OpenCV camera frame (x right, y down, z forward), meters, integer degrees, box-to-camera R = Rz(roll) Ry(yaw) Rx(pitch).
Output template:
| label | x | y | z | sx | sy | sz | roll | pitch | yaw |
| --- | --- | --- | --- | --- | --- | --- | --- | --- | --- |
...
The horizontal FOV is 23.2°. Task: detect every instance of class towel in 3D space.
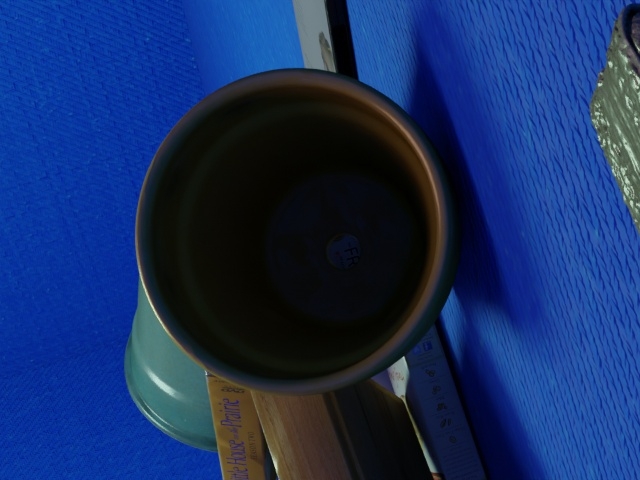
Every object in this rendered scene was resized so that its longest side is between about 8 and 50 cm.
| label | x | y | z | sx | sy | sz | roll | pitch | yaw |
| --- | --- | --- | --- | --- | --- | --- | --- | --- | --- |
| towel | 0.161 | -0.023 | 0.695 | 0.110 | 0.027 | 0.148 | 87 | 163 | -70 |

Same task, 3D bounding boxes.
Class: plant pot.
| label | x | y | z | sx | sy | sz | roll | pitch | yaw |
| --- | --- | --- | --- | --- | --- | --- | --- | --- | --- |
| plant pot | -0.126 | 0.075 | 2.261 | 0.334 | 0.341 | 0.341 | 91 | 162 | -49 |
| plant pot | 0.000 | 0.000 | 1.305 | 0.239 | 0.254 | 0.254 | 18 | -127 | -77 |

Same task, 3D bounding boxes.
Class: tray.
| label | x | y | z | sx | sy | sz | roll | pitch | yaw |
| --- | --- | --- | --- | --- | --- | --- | --- | --- | --- |
| tray | 0.067 | 0.290 | 1.376 | 0.203 | 0.076 | 0.411 | 37 | -154 | -50 |

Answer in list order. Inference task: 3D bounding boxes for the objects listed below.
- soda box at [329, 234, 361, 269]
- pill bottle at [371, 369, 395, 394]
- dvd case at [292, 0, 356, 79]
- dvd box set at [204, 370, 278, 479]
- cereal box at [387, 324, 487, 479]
| label | x | y | z | sx | sy | sz | roll | pitch | yaw |
| --- | --- | --- | --- | --- | --- | --- | --- | --- | --- |
| soda box | 0.031 | 0.033 | 1.864 | 0.063 | 0.058 | 0.183 | -120 | 14 | -67 |
| pill bottle | 0.032 | 0.194 | 1.814 | 0.283 | 0.161 | 0.161 | 86 | 165 | -66 |
| dvd case | 0.000 | -0.223 | 1.595 | 0.253 | 0.022 | 0.180 | 79 | 171 | -45 |
| dvd box set | -0.069 | 0.110 | 1.826 | 0.420 | 0.062 | 0.307 | 90 | -171 | -60 |
| cereal box | 0.105 | 0.154 | 1.583 | 0.173 | 0.047 | 0.240 | 130 | 123 | -83 |
